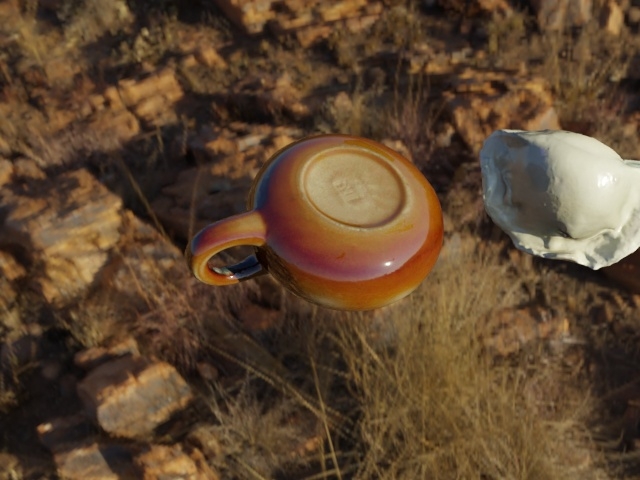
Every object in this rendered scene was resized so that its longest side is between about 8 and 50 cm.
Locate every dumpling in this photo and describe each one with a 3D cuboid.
[{"bbox_3d":[0.240,-0.043,0.990,0.188,0.127,0.108,20,16,8],"label":"dumpling"}]

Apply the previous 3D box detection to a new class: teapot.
[{"bbox_3d":[0.000,0.000,0.905,0.252,0.135,0.178,-13,51,-21],"label":"teapot"}]
